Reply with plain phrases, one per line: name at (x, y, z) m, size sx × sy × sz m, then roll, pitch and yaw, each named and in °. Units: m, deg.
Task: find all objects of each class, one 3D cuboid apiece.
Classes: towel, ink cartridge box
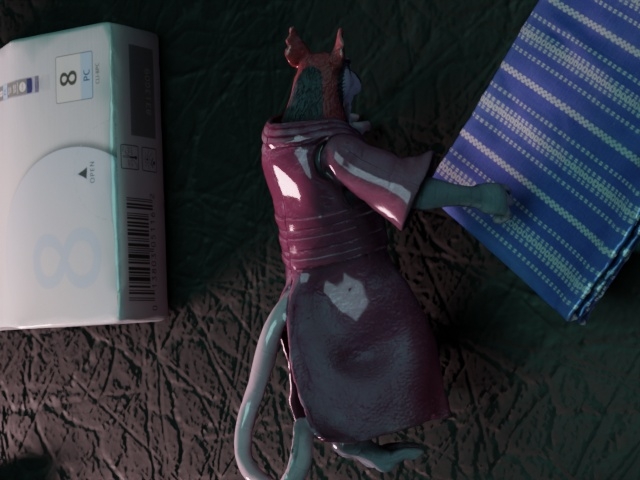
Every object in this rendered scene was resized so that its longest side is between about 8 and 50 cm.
towel at (0.231, -0.126, 1.246) m, size 0.336 × 0.040 × 0.243 m, roll -60°, pitch 41°, yaw 15°
ink cartridge box at (-0.344, -0.055, 1.610) m, size 0.385 × 0.091 × 0.308 m, roll -5°, pitch 85°, yaw 30°

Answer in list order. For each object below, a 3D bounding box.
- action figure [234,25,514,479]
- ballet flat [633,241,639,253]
action figure at (0.000, 0.000, 1.280) m, size 0.248 × 0.276 × 0.370 m, roll 6°, pitch 112°, yaw 61°
ballet flat at (0.355, -0.018, 1.188) m, size 0.247 × 0.083 × 0.087 m, roll 11°, pitch 83°, yaw 30°
